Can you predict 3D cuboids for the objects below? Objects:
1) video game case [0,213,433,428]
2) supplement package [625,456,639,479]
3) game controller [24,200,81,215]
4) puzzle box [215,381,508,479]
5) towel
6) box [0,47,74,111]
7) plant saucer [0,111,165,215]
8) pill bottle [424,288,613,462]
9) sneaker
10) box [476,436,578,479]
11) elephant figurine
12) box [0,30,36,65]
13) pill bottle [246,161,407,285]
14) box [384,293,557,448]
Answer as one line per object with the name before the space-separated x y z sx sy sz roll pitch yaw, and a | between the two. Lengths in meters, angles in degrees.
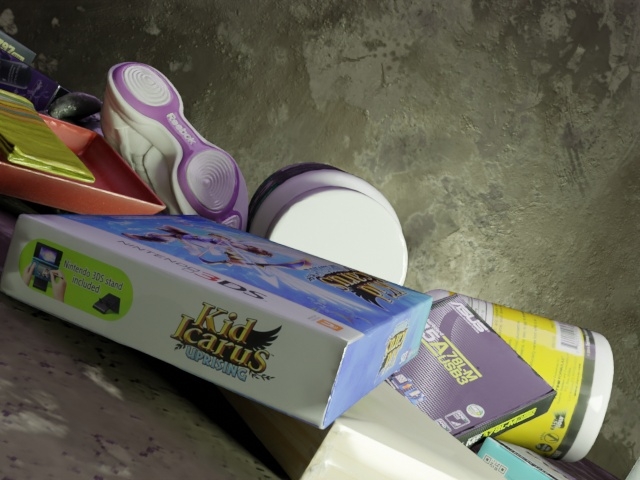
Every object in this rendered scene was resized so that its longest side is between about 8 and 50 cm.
video game case | -0.057 0.042 0.639 0.244 0.061 0.269 20 8 17
supplement package | 0.440 0.362 0.890 0.139 0.134 0.244 32 -1 -42
game controller | -0.268 -0.015 1.049 0.319 0.067 0.166 31 13 18
puzzle box | 0.005 0.142 0.756 0.272 0.052 0.409 31 -1 -30
towel | -0.343 -0.131 0.944 0.102 0.021 0.237 14 18 -43
box | -0.560 -0.249 1.448 0.207 0.153 0.108 30 0 3
plant saucer | -0.345 -0.102 0.975 0.258 0.048 0.259 16 17 -40
pill bottle | 0.217 0.178 1.161 0.333 0.188 0.188 16 -2 4
sneaker | -0.206 -0.095 1.143 0.114 0.152 0.305 -22 74 -40
box | 0.258 0.295 0.982 0.100 0.060 0.244 30 -2 32
elephant figurine | -0.380 -0.139 1.222 0.169 0.186 0.239 51 9 22
box | -0.690 -0.345 1.599 0.059 0.183 0.232 31 0 27
pill bottle | 0.000 0.000 1.133 0.204 0.204 0.361 32 3 -9
box | 0.149 0.157 0.983 0.184 0.045 0.191 -17 44 -27
